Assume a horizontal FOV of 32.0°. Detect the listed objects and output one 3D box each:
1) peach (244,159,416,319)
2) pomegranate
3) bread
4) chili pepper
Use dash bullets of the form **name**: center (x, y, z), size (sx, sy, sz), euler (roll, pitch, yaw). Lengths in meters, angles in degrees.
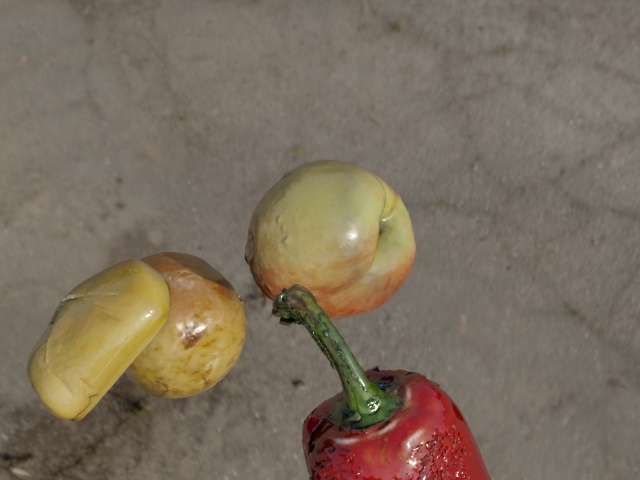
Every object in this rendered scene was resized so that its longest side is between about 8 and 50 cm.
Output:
- **peach**: center (0.000, 0.000, 1.436), size (0.232, 0.232, 0.233), euler (-2, 63, 4)
- **pomegranate**: center (-0.205, 0.118, 1.634), size (0.215, 0.215, 0.215), euler (-2, 63, 4)
- **bread**: center (-0.150, 0.059, 0.731), size (0.056, 0.082, 0.115), euler (38, 99, -22)
- **chili pepper**: center (0.076, 0.196, 0.749), size (0.110, 0.388, 0.110), euler (-24, 22, 10)
